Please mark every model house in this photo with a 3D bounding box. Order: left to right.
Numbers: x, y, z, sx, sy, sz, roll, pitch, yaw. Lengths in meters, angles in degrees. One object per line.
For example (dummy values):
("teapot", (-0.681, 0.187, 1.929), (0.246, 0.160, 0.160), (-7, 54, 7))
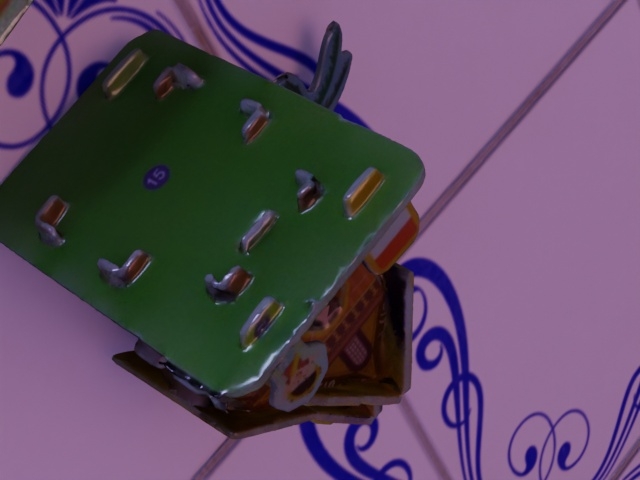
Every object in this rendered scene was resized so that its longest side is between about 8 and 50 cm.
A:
("model house", (0.000, 0.000, 1.118), (0.340, 0.300, 0.324), (-50, 141, -14))

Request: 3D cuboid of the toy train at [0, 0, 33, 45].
("toy train", (-0.258, -0.280, 0.874), (0.249, 0.173, 0.307), (-54, 133, -6))
